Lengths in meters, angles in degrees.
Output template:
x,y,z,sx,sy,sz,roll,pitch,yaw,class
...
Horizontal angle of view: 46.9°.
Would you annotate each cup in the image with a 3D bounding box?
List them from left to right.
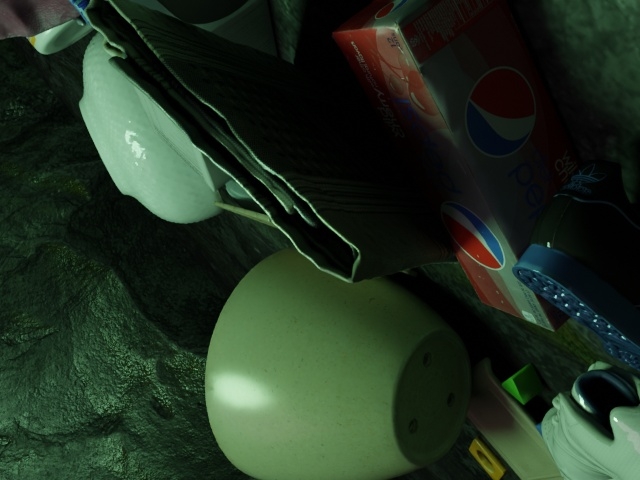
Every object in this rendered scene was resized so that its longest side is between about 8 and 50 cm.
x,y,z,sx,sy,sz,roll,pitch,yaw,class
0.053,0.178,0.962,0.237,0.331,0.331,4,135,43,cup

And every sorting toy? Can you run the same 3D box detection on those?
x,y,z,sx,sy,sz,roll,pitch,yaw,class
0.258,0.245,0.962,0.196,0.047,0.347,54,164,14,sorting toy

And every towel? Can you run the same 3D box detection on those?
x,y,z,sx,sy,sz,roll,pitch,yaw,class
-0.017,-0.076,0.637,0.312,0.056,0.324,46,-160,19,towel

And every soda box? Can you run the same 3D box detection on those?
x,y,z,sx,sy,sz,roll,pitch,yaw,class
0.120,-0.063,0.539,0.263,0.083,0.092,57,165,-24,soda box

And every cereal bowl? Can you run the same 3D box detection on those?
x,y,z,sx,sy,sz,roll,pitch,yaw,class
-0.280,-0.173,1.163,0.339,0.141,0.339,63,171,17,cereal bowl

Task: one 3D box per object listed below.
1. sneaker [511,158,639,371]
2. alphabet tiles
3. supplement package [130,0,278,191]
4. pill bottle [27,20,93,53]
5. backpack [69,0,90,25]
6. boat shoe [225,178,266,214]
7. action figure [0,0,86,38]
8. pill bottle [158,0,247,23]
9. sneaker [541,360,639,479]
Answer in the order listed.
x,y,z,sx,sy,sz,roll,pitch,yaw,class
0.227,0.036,0.502,0.232,0.090,0.081,34,175,-34,sneaker
0.000,0.000,0.938,0.237,0.009,0.198,21,178,-27,alphabet tiles
-0.137,-0.197,0.862,0.139,0.134,0.244,44,164,22,supplement package
-0.483,-0.457,1.203,0.272,0.152,0.152,54,165,-10,pill bottle
-0.248,-0.314,0.858,0.158,0.117,0.173,47,-176,16,backpack
-0.080,-0.095,1.048,0.094,0.109,0.302,44,180,-28,boat shoe
-0.413,-0.437,0.912,0.275,0.248,0.370,49,166,34,action figure
-0.161,-0.311,0.619,0.264,0.153,0.153,46,165,17,pill bottle
0.248,0.153,0.609,0.129,0.111,0.297,49,172,4,sneaker
